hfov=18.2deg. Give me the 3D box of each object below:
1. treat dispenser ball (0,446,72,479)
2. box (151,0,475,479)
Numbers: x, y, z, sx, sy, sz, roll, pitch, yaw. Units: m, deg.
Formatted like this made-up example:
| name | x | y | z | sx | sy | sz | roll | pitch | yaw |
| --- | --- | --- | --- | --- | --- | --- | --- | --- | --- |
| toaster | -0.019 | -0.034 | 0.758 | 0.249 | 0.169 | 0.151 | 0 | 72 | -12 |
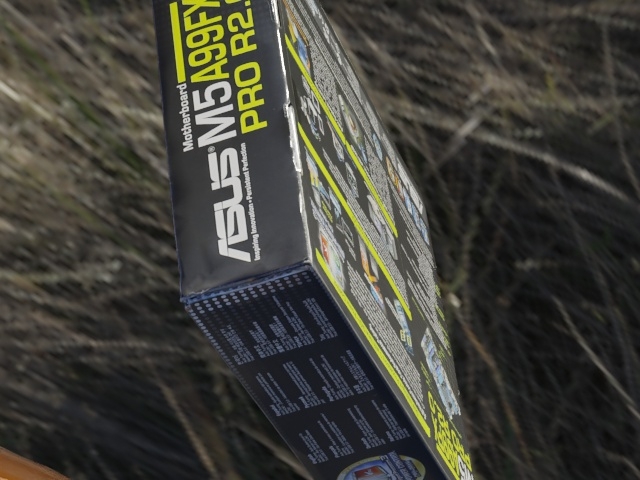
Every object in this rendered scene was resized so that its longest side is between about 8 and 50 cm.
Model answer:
| name | x | y | z | sx | sy | sz | roll | pitch | yaw |
| --- | --- | --- | --- | --- | --- | --- | --- | --- | --- |
| treat dispenser ball | -0.125 | 0.173 | 0.398 | 0.288 | 0.288 | 0.288 | -11 | 64 | 23 |
| box | 0.000 | 0.000 | 0.950 | 0.060 | 0.270 | 0.216 | -16 | 55 | 12 |
